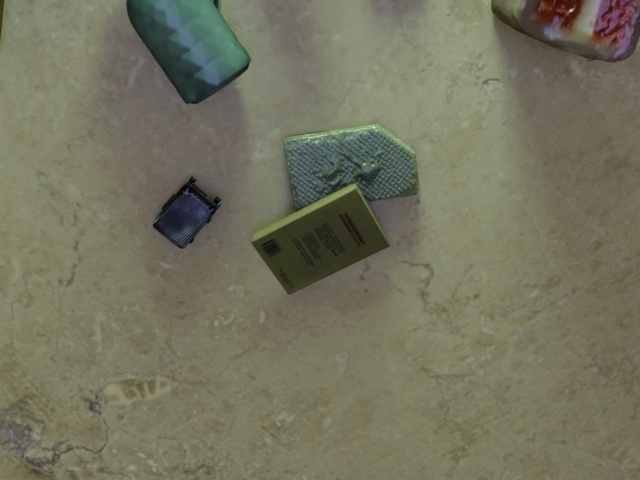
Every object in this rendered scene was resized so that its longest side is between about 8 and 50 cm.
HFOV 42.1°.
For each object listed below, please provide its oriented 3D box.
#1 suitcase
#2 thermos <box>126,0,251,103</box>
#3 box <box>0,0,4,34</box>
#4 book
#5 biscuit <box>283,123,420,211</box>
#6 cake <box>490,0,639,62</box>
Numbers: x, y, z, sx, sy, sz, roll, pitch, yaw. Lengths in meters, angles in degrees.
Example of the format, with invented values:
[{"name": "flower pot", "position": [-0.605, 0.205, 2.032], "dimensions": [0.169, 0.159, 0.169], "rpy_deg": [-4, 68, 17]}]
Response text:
[{"name": "suitcase", "position": [-0.259, -0.051, 1.602], "dimensions": [0.086, 0.059, 0.126], "rpy_deg": [39, 102, -12]}, {"name": "thermos", "position": [-0.242, -0.398, 1.453], "dimensions": [0.182, 0.145, 0.287], "rpy_deg": [-40, 107, -24]}, {"name": "box", "position": [-0.639, -0.472, 1.436], "dimensions": [0.174, 0.076, 0.274], "rpy_deg": [10, 107, -8]}, {"name": "book", "position": [0.000, 0.000, 1.621], "dimensions": [0.230, 0.026, 0.161], "rpy_deg": [-26, 124, 10]}, {"name": "biscuit", "position": [0.062, -0.141, 1.594], "dimensions": [0.252, 0.052, 0.150], "rpy_deg": [-8, 109, -2]}, {"name": "cake", "position": [0.448, -0.476, 1.413], "dimensions": [0.237, 0.230, 0.309], "rpy_deg": [15, 107, -6]}]
